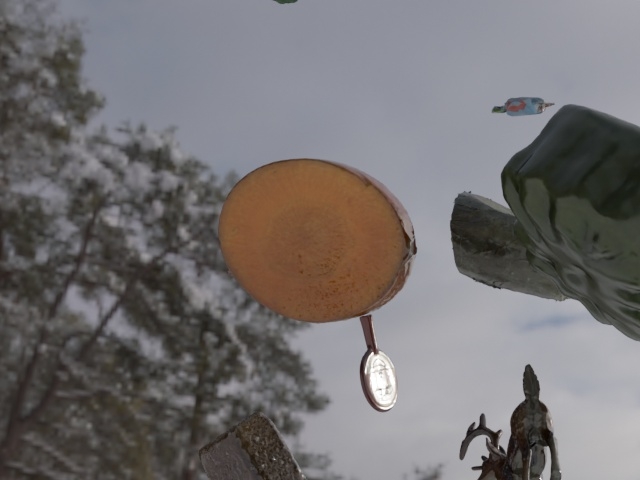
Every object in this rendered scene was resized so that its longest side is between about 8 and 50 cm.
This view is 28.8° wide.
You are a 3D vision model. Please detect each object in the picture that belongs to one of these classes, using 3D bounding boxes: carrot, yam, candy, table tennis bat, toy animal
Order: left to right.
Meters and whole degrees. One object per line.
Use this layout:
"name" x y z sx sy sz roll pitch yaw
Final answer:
"carrot" 0.000 0.000 1.856 0.307 0.258 0.100 2 14 26
"table tennis bat" 0.086 0.192 1.948 0.019 0.154 0.098 -16 -8 35
"yam" 0.330 0.014 2.062 0.254 0.154 0.154 20 -16 26
"toy animal" 0.269 0.291 1.672 0.087 0.260 0.243 14 -55 -9
"candy" 0.220 -0.146 1.365 0.030 0.020 0.083 -20 14 -31

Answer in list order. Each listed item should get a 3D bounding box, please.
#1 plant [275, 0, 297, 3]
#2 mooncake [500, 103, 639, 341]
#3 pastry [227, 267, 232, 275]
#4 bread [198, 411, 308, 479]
"plant" -0.039 -0.319 1.414 0.051 0.102 0.051 3 -30 1
"mooncake" 0.399 -0.006 1.638 0.351 0.187 0.351 39 -12 10
"pastry" -0.089 0.046 2.571 0.209 0.097 0.115 -6 -47 -32
"bread" -0.063 0.518 2.268 0.113 0.416 0.165 -29 -2 -43
